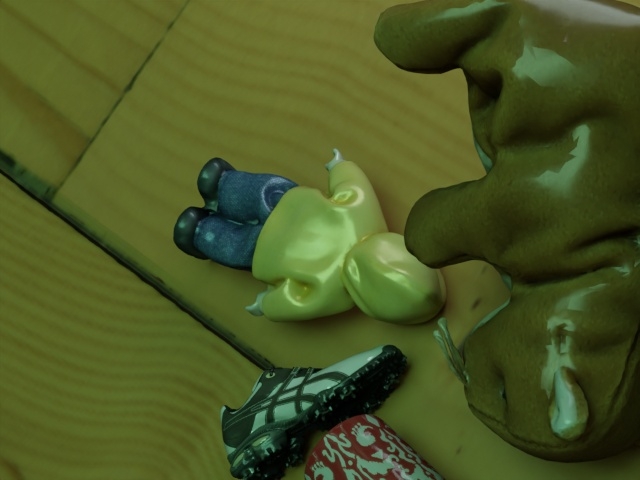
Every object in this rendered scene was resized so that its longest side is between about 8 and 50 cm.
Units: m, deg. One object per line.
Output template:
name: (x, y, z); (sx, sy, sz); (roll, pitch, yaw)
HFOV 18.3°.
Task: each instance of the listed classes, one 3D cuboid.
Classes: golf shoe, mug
golf shoe: (-0.015, 0.141, 1.842); (0.198, 0.077, 0.094); (-35, 58, 11)
mug: (0.056, 0.252, 1.741); (0.150, 0.113, 0.169); (-46, 53, 3)

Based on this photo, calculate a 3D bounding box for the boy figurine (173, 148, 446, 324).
boy figurine: (0.000, 0.000, 1.882); (0.285, 0.092, 0.177); (18, 80, 32)

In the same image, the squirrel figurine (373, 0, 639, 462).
squirrel figurine: (0.259, -0.005, 1.642); (0.397, 0.281, 0.370); (-6, 74, 29)
